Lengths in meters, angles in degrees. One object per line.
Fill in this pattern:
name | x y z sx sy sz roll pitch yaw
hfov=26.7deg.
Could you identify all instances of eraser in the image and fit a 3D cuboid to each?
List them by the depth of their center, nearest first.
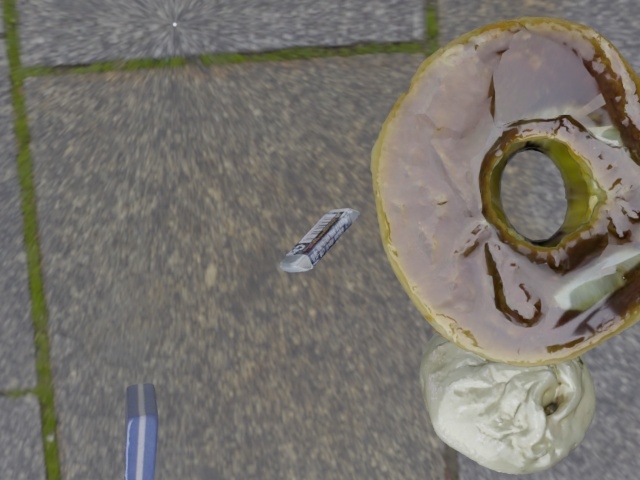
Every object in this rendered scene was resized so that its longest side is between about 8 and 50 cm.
eraser | 0.000 0.000 1.178 0.099 0.027 0.019 -49 122 -40
eraser | -0.212 0.226 1.585 0.036 0.225 0.082 2 94 -9

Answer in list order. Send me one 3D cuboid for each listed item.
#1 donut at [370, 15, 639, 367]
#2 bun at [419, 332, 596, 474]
donut | 0.205 -0.043 1.305 0.330 0.160 0.330 0 87 3
bun | 0.233 0.171 1.627 0.231 0.231 0.133 12 132 -8
